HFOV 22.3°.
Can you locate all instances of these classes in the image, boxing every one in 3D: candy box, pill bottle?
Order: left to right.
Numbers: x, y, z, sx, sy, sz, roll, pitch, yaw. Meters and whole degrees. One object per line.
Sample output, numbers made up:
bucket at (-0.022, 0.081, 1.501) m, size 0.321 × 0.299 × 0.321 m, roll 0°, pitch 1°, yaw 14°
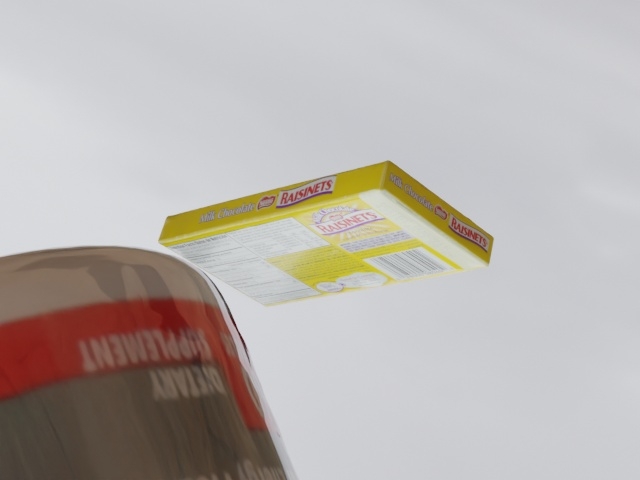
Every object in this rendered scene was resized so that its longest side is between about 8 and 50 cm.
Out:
pill bottle at (-0.047, 0.159, 0.350) m, size 0.161 × 0.161 × 0.283 m, roll -2°, pitch -116°, yaw -54°
candy box at (0.000, 0.000, 1.043) m, size 0.206 × 0.027 × 0.105 m, roll -12°, pitch 143°, yaw 44°
